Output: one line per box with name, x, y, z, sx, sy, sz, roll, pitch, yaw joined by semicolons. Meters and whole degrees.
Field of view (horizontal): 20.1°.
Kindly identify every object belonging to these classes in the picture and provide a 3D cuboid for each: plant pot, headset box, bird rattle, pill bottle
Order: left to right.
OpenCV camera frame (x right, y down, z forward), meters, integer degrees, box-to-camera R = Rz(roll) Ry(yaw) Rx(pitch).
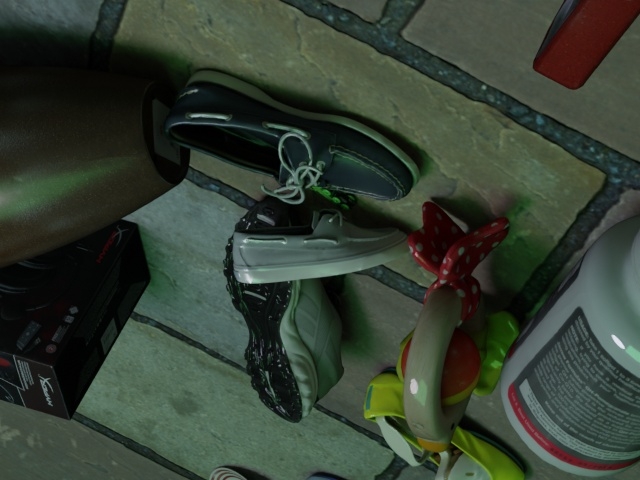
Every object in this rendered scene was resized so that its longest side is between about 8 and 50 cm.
headset box;-0.377;0.058;2.068;0.293;0.218;0.110;15;143;18
plant pot;-0.258;-0.091;1.836;0.230;0.215;0.215;-9;134;21
bird rattle;0.138;0.097;1.799;0.143;0.207;0.253;15;149;11
pill bottle;0.302;0.084;1.690;0.176;0.176;0.318;28;146;-1

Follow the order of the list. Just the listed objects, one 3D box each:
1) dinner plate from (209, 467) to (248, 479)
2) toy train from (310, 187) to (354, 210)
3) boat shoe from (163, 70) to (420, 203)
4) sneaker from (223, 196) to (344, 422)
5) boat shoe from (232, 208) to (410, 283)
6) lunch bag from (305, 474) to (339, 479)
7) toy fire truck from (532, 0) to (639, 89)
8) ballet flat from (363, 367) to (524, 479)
dinner plate;-0.099;0.365;2.431;0.141;0.017;0.141;33;140;33
toy train;0.000;-0.057;1.846;0.083;0.017;0.024;39;154;-17
boat shoe;-0.030;-0.088;1.769;0.255;0.079;0.095;24;145;4
sneaker;-0.031;0.066;1.971;0.100;0.108;0.271;23;134;38
boat shoe;0.000;0.000;1.847;0.184;0.066;0.063;-7;102;0
lunch bag;0.058;0.406;2.355;0.219;0.090;0.176;24;149;6
toy fire truck;0.254;-0.260;1.200;0.169;0.254;0.302;30;146;-4
ballet flat;0.138;0.241;2.091;0.231;0.077;0.077;39;143;-18
